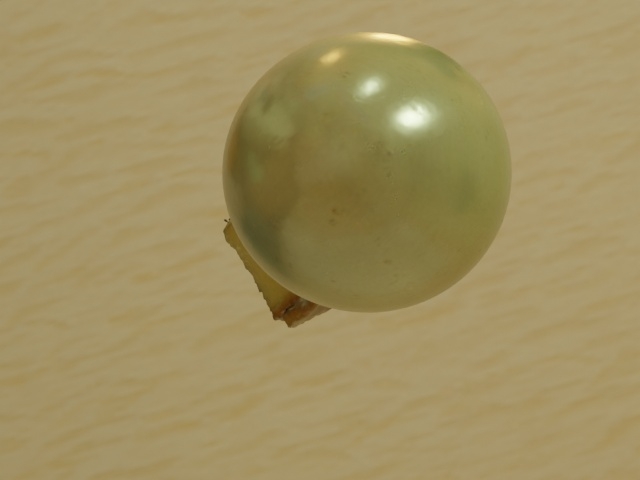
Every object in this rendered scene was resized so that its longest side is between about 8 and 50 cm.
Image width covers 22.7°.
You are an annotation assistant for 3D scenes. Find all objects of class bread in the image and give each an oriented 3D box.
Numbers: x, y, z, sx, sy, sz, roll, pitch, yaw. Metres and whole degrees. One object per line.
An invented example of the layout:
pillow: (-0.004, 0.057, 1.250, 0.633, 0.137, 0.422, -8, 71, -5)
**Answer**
bread: (0.000, 0.000, 1.584, 0.152, 0.127, 0.147, -17, 72, -54)

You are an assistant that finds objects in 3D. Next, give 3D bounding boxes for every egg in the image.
egg: (0.029, -0.045, 1.060, 0.254, 0.189, 0.188, 0, 73, -70)
